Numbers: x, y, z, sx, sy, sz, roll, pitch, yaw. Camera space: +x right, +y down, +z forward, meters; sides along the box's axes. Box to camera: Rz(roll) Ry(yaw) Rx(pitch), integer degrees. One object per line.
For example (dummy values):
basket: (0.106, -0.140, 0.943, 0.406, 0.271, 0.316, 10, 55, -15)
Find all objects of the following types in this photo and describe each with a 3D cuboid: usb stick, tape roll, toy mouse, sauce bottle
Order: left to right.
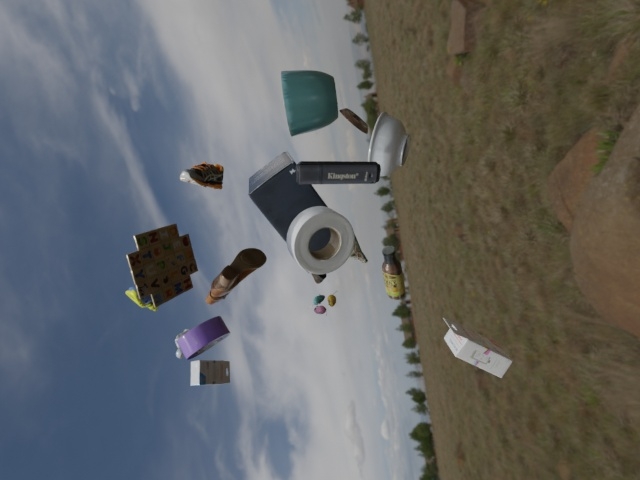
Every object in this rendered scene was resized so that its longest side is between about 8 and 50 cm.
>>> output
tape roll: (-0.448, 0.374, 1.567, 0.080, 0.189, 0.189, 56, -174, 10)
toy mouse: (-0.001, 0.283, 1.824, 0.161, 0.143, 0.031, -79, -30, -54)
tape roll: (0.000, 0.000, 1.751, 0.100, 0.286, 0.286, 40, 148, 59)
usb stick: (0.057, -0.219, 1.316, 0.045, 0.278, 0.077, -111, 21, -65)
sauce bottle: (0.393, 0.175, 2.221, 0.111, 0.111, 0.344, -87, -17, -52)

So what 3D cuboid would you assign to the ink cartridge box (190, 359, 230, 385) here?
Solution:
ink cartridge box: (-0.491, 0.594, 1.822, 0.180, 0.060, 0.104, 25, -127, -52)

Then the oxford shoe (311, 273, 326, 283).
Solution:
oxford shoe: (-0.029, 0.154, 2.384, 0.096, 0.082, 0.227, 121, 151, -42)

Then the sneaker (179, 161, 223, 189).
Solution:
sneaker: (-0.387, -0.220, 1.340, 0.215, 0.084, 0.083, -20, -52, -77)

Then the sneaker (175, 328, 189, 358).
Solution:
sneaker: (-0.730, 0.545, 2.154, 0.094, 0.091, 0.258, -60, 5, 3)

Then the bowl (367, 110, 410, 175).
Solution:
bowl: (0.318, -0.414, 1.816, 0.298, 0.134, 0.298, 15, -90, -73)

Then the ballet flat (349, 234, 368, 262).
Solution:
ballet flat: (0.162, 0.042, 1.988, 0.241, 0.077, 0.091, 58, -176, -45)

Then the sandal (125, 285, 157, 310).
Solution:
sandal: (-0.875, 0.267, 2.068, 0.126, 0.138, 0.317, 40, 168, 5)

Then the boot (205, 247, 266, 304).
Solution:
boot: (-0.369, 0.160, 1.770, 0.109, 0.220, 0.283, 42, -141, 2)

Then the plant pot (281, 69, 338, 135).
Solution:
plant pot: (-0.042, -0.645, 1.879, 0.293, 0.235, 0.293, -8, -90, -88)

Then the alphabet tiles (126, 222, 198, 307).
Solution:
alphabet tiles: (-0.613, 0.092, 1.613, 0.342, 0.011, 0.285, -34, -66, -66)

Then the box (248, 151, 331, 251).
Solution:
box: (-0.142, -0.198, 2.241, 0.480, 0.297, 0.472, 53, -178, -20)

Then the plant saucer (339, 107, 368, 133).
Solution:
plant saucer: (0.161, -0.555, 1.869, 0.168, 0.029, 0.168, 34, -155, -18)

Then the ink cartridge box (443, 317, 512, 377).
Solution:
ink cartridge box: (0.447, 0.314, 1.204, 0.067, 0.198, 0.115, -62, 7, 12)
